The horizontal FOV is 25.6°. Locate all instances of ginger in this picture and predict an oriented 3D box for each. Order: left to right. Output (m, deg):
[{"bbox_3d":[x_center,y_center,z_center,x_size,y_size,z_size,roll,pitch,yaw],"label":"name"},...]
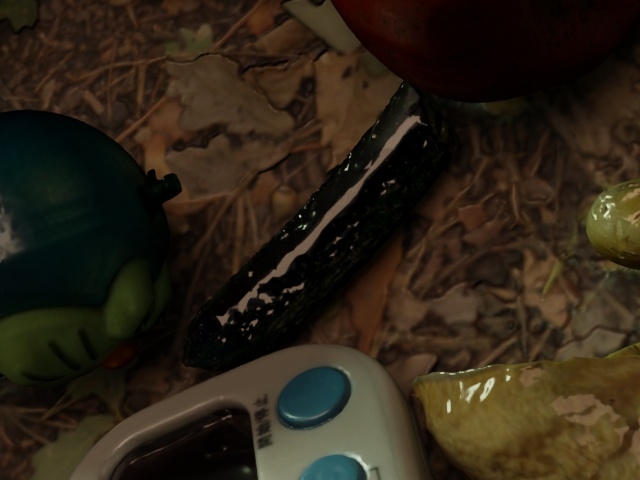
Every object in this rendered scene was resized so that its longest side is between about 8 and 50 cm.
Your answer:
[{"bbox_3d":[0.210,0.134,0.774,0.354,0.126,0.190,21,88,29],"label":"ginger"}]

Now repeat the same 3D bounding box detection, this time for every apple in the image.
[{"bbox_3d":[0.096,-0.199,0.885,0.234,0.234,0.234,-7,68,18],"label":"apple"}]

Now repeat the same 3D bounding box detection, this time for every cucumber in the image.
[{"bbox_3d":[0.002,0.001,0.935,0.067,0.067,0.245,39,89,28],"label":"cucumber"}]

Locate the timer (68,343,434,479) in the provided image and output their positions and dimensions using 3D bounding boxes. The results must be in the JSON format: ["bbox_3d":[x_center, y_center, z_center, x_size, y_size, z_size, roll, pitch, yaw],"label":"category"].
[{"bbox_3d":[-0.042,0.187,0.823,0.237,0.087,0.262,-25,37,10],"label":"timer"}]

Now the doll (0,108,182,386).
[{"bbox_3d":[-0.234,0.027,0.929,0.321,0.198,0.186,-23,89,7],"label":"doll"}]

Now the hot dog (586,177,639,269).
[{"bbox_3d":[0.280,-0.024,0.828,0.242,0.084,0.073,-19,63,11],"label":"hot dog"}]
